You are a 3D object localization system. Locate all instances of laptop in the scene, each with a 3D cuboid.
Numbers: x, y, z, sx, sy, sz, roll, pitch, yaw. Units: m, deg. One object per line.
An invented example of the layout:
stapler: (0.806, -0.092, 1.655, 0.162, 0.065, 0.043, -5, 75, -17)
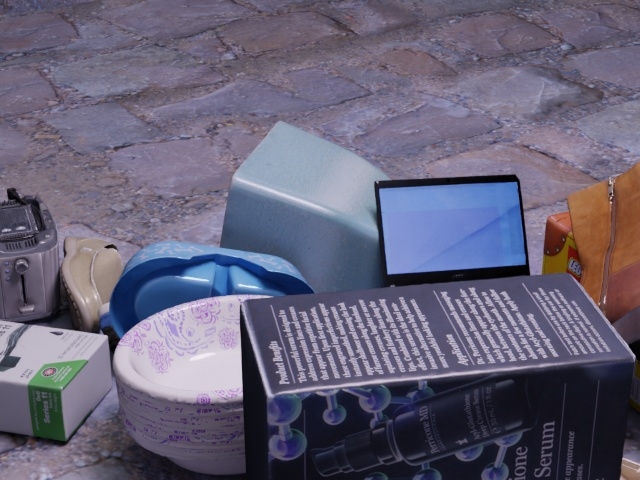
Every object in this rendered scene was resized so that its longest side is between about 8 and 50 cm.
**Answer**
laptop: (0.218, 0.029, 1.870, 0.234, 0.137, 0.264, -4, 30, -18)

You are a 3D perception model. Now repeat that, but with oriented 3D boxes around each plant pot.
plant pot: (0.000, 0.000, 2.028, 0.252, 0.248, 0.247, 17, 29, 8)

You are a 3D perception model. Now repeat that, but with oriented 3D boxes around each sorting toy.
sorting toy: (0.374, 0.304, 1.614, 0.083, 0.045, 0.075, 19, 39, 32)

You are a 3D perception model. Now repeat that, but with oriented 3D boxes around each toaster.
toaster: (-0.470, 0.028, 2.057, 0.129, 0.146, 0.227, -8, 28, -18)

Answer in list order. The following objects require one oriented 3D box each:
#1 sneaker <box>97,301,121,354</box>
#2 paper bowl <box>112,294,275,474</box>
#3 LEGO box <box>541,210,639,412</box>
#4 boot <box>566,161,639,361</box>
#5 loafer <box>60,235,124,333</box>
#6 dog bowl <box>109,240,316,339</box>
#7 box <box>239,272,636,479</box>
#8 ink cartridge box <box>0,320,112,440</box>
sneaker: (-0.247, 0.139, 1.939, 0.152, 0.058, 0.085, 11, 48, -35)
paper bowl: (-0.115, 0.191, 1.704, 0.284, 0.148, 0.284, -4, 22, 2)
LEGO box: (0.590, 0.113, 1.826, 0.372, 0.193, 0.500, -12, 29, -22)
boot: (0.340, 0.048, 1.760, 0.096, 0.264, 0.280, 26, 48, -33)
loafer: (-0.346, 0.057, 2.049, 0.092, 0.102, 0.268, -11, 27, -8)
dog bowl: (-0.147, 0.086, 1.875, 0.297, 0.166, 0.074, 8, 29, -13)
box: (0.118, 0.222, 1.491, 0.395, 0.294, 0.212, -5, 26, -9)
ink cartridge box: (-0.408, 0.184, 1.805, 0.208, 0.087, 0.153, 6, 26, 14)
